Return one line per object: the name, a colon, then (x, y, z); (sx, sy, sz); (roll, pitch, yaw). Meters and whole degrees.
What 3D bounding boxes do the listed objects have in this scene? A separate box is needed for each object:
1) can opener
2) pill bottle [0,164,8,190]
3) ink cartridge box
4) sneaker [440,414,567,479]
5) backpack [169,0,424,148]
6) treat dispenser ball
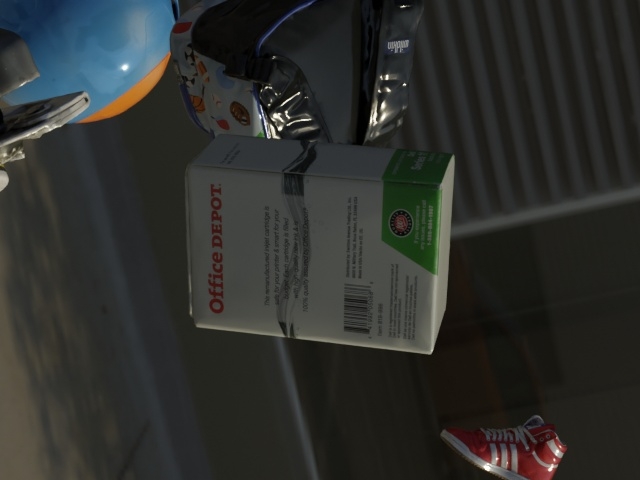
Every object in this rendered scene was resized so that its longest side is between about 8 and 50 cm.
can opener: (-0.257, -0.079, 0.837); (0.076, 0.283, 0.095); (-39, 116, -42)
pill bottle: (-0.353, -0.097, 1.295); (0.116, 0.065, 0.065); (64, 5, 9)
ink cartridge box: (0.000, 0.000, 1.108); (0.087, 0.208, 0.153); (-61, 155, -64)
sneaker: (0.171, 0.182, 1.224); (0.118, 0.067, 0.042); (28, 9, -19)
backpack: (-0.033, -0.174, 1.506); (0.213, 0.276, 0.263); (22, -43, 40)
treat dispenser ball: (-0.334, -0.300, 1.781); (0.288, 0.288, 0.288); (-12, 90, -83)
